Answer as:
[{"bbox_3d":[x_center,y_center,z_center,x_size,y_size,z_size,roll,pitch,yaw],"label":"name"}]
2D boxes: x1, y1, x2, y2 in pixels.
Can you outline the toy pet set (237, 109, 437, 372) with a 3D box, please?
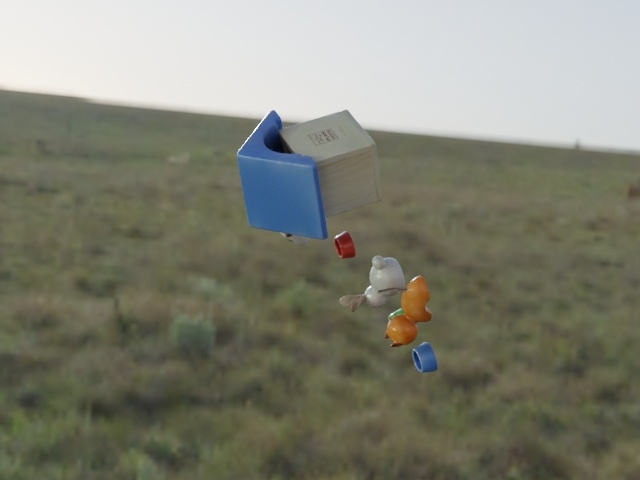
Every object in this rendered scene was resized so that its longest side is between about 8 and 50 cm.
[{"bbox_3d":[0.000,0.000,0.761,0.065,0.114,0.122,-18,36,-13],"label":"toy pet set"}]
